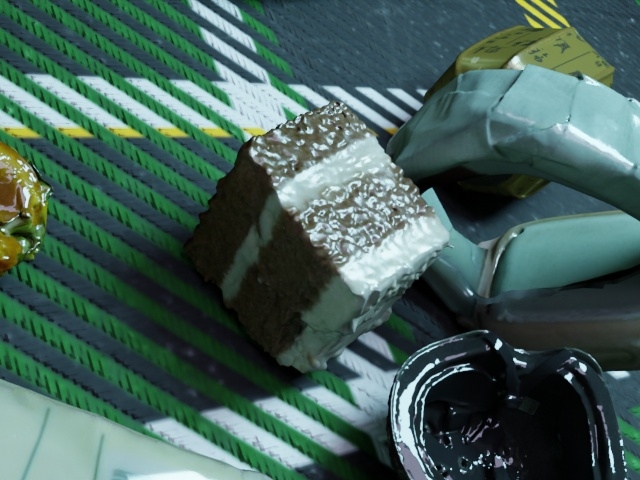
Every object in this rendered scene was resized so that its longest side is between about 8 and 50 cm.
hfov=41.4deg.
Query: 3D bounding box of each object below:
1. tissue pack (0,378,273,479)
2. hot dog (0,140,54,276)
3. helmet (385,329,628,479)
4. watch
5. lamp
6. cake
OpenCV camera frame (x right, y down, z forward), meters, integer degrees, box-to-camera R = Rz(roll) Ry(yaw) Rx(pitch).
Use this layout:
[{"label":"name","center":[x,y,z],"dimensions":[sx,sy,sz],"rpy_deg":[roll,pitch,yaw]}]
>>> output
[{"label":"tissue pack","center":[-0.202,0.224,0.275],"dimensions":[0.297,0.207,0.380],"rpy_deg":[28,47,-15]},{"label":"hot dog","center":[-0.299,-0.054,0.520],"dimensions":[0.269,0.072,0.115],"rpy_deg":[31,45,-12]},{"label":"helmet","center":[0.126,0.155,0.618],"dimensions":[0.176,0.107,0.153],"rpy_deg":[9,53,-3]},{"label":"watch","center":[0.181,-0.027,0.685],"dimensions":[0.241,0.253,0.162],"rpy_deg":[63,33,-33]},{"label":"lamp","center":[0.201,-0.131,0.848],"dimensions":[0.161,0.161,0.185],"rpy_deg":[48,44,8]},{"label":"cake","center":[0.000,0.000,0.627],"dimensions":[0.147,0.135,0.134],"rpy_deg":[45,45,11]}]
